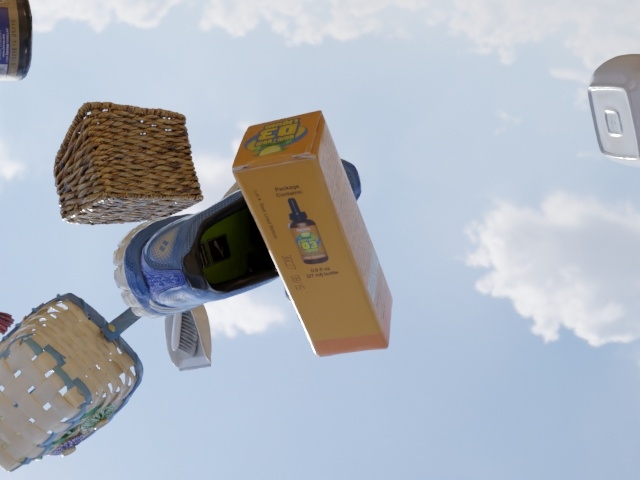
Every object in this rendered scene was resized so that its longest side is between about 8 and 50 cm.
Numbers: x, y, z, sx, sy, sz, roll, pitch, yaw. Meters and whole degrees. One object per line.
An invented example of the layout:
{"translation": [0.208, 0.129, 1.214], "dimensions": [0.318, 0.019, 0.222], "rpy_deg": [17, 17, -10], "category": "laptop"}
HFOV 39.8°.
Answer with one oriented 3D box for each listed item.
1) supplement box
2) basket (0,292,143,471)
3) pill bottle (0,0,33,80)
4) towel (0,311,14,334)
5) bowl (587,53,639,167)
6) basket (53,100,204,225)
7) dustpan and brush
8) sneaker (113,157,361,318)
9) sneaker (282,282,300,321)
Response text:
{"translation": [0.000, 0.000, 0.808], "dimensions": [0.078, 0.233, 0.080], "rpy_deg": [-8, -140, 18], "category": "supplement box"}
{"translation": [-0.386, 0.199, 1.322], "dimensions": [0.201, 0.255, 0.289], "rpy_deg": [47, -158, -7], "category": "basket"}
{"translation": [-0.480, -0.261, 1.098], "dimensions": [0.219, 0.122, 0.123], "rpy_deg": [-4, -152, -29], "category": "pill bottle"}
{"translation": [-0.705, 0.032, 1.587], "dimensions": [0.037, 0.329, 0.237], "rpy_deg": [-50, -146, -20], "category": "towel"}
{"translation": [0.377, -0.152, 1.076], "dimensions": [0.053, 0.142, 0.142], "rpy_deg": [-18, -165, -10], "category": "bowl"}
{"translation": [-0.444, -0.163, 1.972], "dimensions": [0.213, 0.223, 0.299], "rpy_deg": [-20, 170, 38], "category": "basket"}
{"translation": [-0.241, 0.116, 1.532], "dimensions": [0.060, 0.211, 0.147], "rpy_deg": [7, 165, -31], "category": "dustpan and brush"}
{"translation": [-0.053, -0.009, 0.952], "dimensions": [0.147, 0.129, 0.330], "rpy_deg": [-5, -160, 44], "category": "sneaker"}
{"translation": [-0.055, 0.074, 1.688], "dimensions": [0.051, 0.089, 0.170], "rpy_deg": [-14, -147, -15], "category": "sneaker"}
